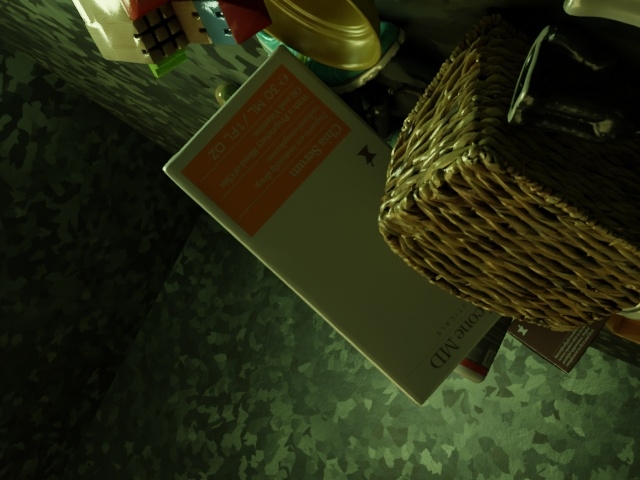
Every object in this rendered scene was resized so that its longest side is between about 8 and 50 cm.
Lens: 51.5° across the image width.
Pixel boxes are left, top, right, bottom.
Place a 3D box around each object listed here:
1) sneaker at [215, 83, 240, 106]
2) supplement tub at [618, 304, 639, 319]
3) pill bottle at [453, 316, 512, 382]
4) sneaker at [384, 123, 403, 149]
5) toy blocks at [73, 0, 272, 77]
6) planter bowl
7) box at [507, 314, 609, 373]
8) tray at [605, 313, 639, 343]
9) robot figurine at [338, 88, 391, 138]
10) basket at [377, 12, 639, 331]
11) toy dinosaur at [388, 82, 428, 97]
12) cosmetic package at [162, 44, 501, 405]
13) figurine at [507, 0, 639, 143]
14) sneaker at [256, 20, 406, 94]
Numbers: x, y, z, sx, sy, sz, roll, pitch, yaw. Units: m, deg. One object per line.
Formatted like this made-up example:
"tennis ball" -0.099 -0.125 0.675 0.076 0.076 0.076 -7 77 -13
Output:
"sneaker" -0.147 -0.304 1.539 0.086 0.064 0.192 11 166 44
"supplement tub" 0.377 -0.020 0.953 0.272 0.191 0.191 28 175 -11
"pill bottle" 0.387 0.155 1.679 0.210 0.363 0.210 26 175 3
"sneaker" 0.206 -0.124 1.270 0.283 0.110 0.122 30 171 -28
"toy blocks" -0.196 -0.326 0.647 0.261 0.190 0.381 21 143 49
"planter bowl" -0.007 -0.292 0.746 0.217 0.090 0.217 29 173 4
"box" 0.570 0.205 1.603 0.167 0.168 0.203 37 -177 20
"tray" 0.778 0.182 1.611 0.203 0.076 0.411 23 173 40
"robot figurine" -0.005 -0.194 1.134 0.209 0.174 0.278 28 166 19
"basket" 0.228 -0.059 0.766 0.299 0.223 0.213 27 142 -18
"toy dinosaur" 0.193 -0.199 0.997 0.183 0.053 0.092 24 -167 -23
"cosmetic package" 0.034 -0.019 0.920 0.453 0.230 0.161 42 178 -3
"figurine" 0.288 -0.150 0.532 0.209 0.092 0.215 20 151 6
"sneaker" -0.004 -0.273 0.904 0.275 0.107 0.110 22 164 46
